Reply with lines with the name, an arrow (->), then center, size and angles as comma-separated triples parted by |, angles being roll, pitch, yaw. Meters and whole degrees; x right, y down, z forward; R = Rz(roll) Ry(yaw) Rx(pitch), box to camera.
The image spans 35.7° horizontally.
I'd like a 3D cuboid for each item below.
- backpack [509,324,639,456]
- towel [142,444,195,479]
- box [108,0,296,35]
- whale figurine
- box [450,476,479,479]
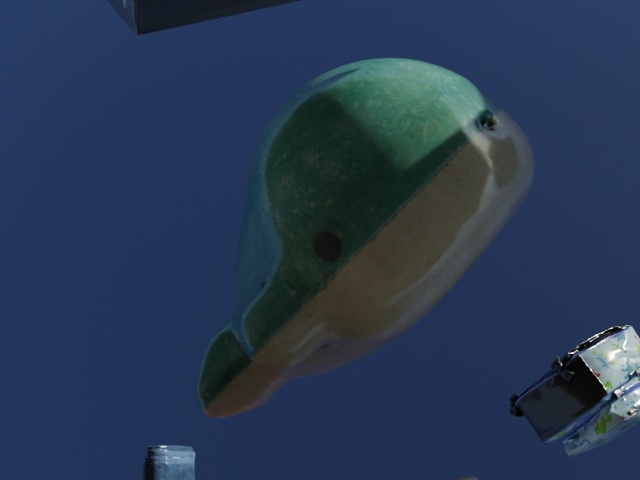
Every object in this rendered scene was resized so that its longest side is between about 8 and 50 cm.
backpack -> 0.248, 0.135, 0.891 | 0.114, 0.105, 0.084 | -23, -112, -36
towel -> -0.133, 0.241, 0.875 | 0.029, 0.067, 0.119 | -4, -104, 21
box -> 0.012, -0.203, 0.450 | 0.233, 0.183, 0.059 | -19, -128, -25
whale figurine -> 0.000, 0.000, 0.606 | 0.141, 0.216, 0.272 | 47, -51, 1
box -> -0.072, 0.260, 0.572 | 0.345, 0.215, 0.168 | -36, -119, 51
